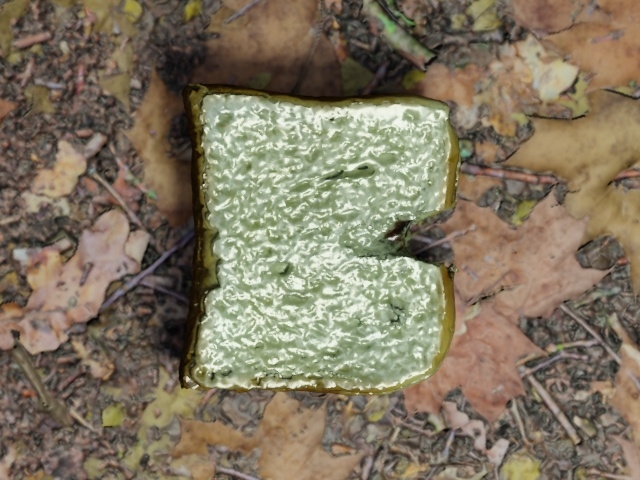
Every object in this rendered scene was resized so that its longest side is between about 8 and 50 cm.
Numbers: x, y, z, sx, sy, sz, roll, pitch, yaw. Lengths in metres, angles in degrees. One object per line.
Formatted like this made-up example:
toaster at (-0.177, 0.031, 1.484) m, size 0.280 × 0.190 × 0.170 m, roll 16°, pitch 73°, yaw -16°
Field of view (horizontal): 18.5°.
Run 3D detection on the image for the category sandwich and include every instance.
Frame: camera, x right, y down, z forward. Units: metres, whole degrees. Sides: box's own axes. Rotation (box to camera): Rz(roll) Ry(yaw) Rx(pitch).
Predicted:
sandwich at (0.000, 0.000, 1.728) m, size 0.249 × 0.095 × 0.273 m, roll 1°, pitch 94°, yaw -7°
